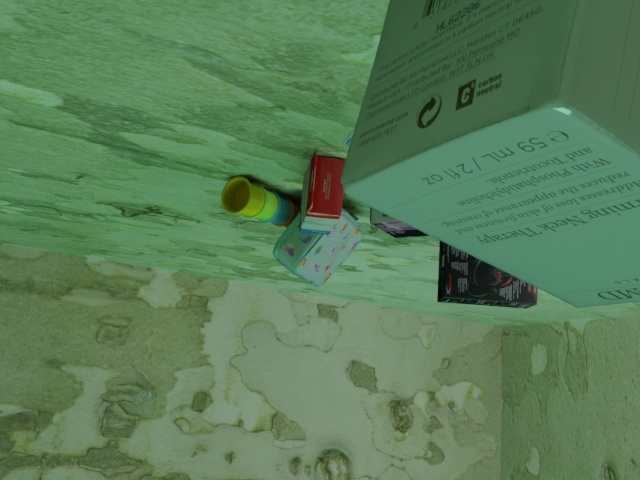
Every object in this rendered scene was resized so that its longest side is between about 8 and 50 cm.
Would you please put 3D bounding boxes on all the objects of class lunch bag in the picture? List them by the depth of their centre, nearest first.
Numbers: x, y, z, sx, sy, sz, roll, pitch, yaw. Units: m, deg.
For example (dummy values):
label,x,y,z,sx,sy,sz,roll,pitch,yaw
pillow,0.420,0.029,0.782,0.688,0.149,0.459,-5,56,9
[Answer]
label,x,y,z,sx,sy,sz,roll,pitch,yaw
lunch bag,0.000,0.000,2.029,0.108,0.224,0.279,37,180,19

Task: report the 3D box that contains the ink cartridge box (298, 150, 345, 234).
label,x,y,z,sx,sy,sz,roll,pitch,yaw
ink cartridge box,0.005,-0.103,1.733,0.078,0.134,0.231,6,167,-7

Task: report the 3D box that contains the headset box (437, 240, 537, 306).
label,x,y,z,sx,sy,sz,roll,pitch,yaw
headset box,0.486,0.074,2.177,0.294,0.217,0.110,3,168,0

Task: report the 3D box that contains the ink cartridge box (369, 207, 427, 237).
label,x,y,z,sx,sy,sz,roll,pitch,yaw
ink cartridge box,0.329,-0.063,1.987,0.371,0.069,0.176,-6,164,28

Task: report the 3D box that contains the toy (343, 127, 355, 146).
label,x,y,z,sx,sy,sz,roll,pitch,yaw
toy,0.119,-0.170,1.481,0.137,0.056,0.237,33,168,-5

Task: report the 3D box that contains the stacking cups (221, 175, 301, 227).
label,x,y,z,sx,sy,sz,roll,pitch,yaw
stacking cups,-0.115,-0.086,1.977,0.096,0.095,0.316,-5,169,34

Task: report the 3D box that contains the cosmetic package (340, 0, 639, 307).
label,x,y,z,sx,sy,sz,roll,pitch,yaw
cosmetic package,0.299,-0.152,0.855,0.394,0.327,0.329,24,159,-25
